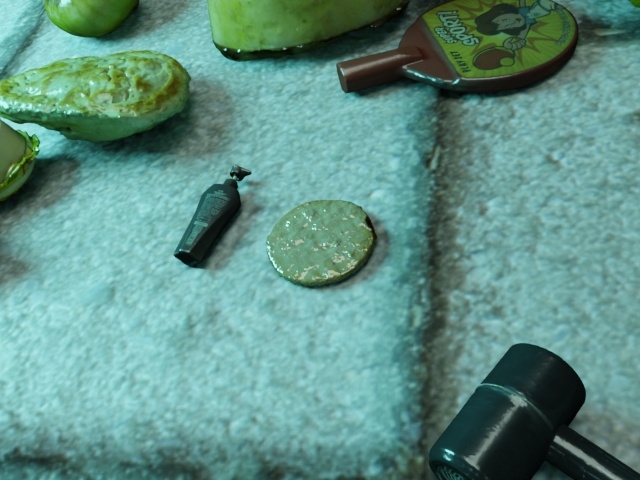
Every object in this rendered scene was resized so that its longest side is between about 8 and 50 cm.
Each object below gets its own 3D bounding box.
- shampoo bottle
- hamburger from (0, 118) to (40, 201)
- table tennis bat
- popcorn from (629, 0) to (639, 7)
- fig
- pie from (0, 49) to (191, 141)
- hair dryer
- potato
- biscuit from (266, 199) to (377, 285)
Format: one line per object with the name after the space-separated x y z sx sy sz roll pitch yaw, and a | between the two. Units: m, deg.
-0.118 -0.031 0.824 0.048 0.027 0.137 13 53 16 | shampoo bottle
-0.416 -0.096 0.921 0.141 0.081 0.126 -34 47 -1 | hamburger
0.174 -0.244 0.943 0.310 0.038 0.200 -15 46 -5 | table tennis bat
0.437 -0.389 0.871 0.224 0.258 0.270 -43 15 -10 | popcorn
-0.348 -0.379 1.129 0.153 0.120 0.136 -33 54 -17 | fig
-0.287 -0.186 0.961 0.248 0.090 0.201 5 34 15 | pie
0.200 0.181 0.542 0.219 0.071 0.124 32 64 24 | hair dryer
-0.032 -0.385 1.001 0.285 0.242 0.242 -3 48 14 | potato
0.000 0.000 0.776 0.120 0.015 0.120 -7 48 8 | biscuit
